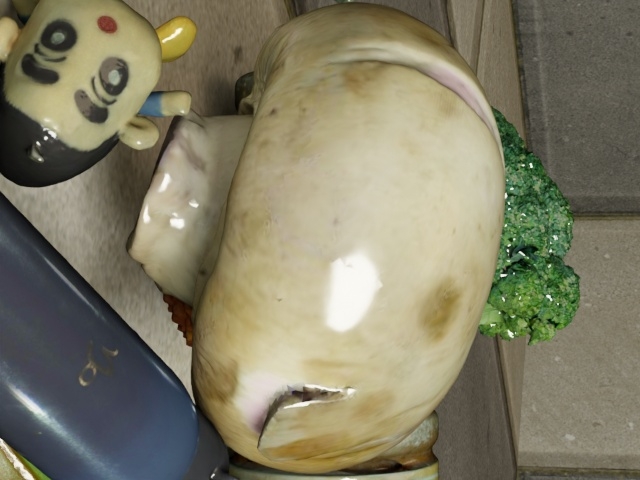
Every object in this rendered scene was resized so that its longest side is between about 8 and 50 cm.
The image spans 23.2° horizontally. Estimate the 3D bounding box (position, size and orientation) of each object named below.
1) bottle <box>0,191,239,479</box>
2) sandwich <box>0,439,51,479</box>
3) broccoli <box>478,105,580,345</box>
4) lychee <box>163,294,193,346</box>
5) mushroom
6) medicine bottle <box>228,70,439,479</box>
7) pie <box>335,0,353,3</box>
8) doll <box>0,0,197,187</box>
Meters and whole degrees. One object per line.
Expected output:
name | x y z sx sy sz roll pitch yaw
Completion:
bottle | -0.113 0.053 0.652 0.072 0.082 0.244 -57 143 -17
sandwich | -0.141 0.124 0.759 0.116 0.074 0.074 51 26 -15
broccoli | 0.083 0.010 1.291 0.270 0.270 0.270 -58 164 -1
lychee | -0.042 0.013 0.956 0.129 0.123 0.123 60 17 -5
mushroom | 0.000 0.000 0.783 0.255 0.184 0.255 -157 -90 -86
medicine bottle | 0.008 0.046 1.091 0.151 0.151 0.323 4 86 -77
pie | 0.002 -0.344 1.260 0.302 0.066 0.303 1 90 -76
doll | -0.108 -0.084 0.739 0.089 0.102 0.179 -52 -168 33
